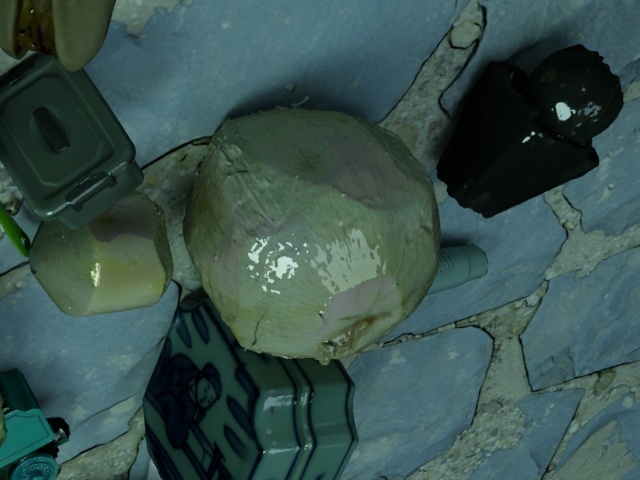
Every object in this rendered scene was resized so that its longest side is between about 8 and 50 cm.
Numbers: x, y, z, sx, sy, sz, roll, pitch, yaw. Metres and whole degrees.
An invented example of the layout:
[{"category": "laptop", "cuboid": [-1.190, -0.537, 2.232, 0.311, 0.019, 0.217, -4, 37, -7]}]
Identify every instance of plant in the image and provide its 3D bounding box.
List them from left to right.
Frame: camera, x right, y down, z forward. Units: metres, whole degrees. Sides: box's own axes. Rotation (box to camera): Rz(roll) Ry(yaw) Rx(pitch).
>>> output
[{"category": "plant", "cuboid": [0.264, -0.142, 1.936, 0.256, 0.142, 0.164, -39, 142, 22]}]

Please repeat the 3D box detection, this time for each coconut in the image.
[{"category": "coconut", "cuboid": [-0.253, 0.014, 1.712, 0.152, 0.147, 0.147, -2, 130, -36]}, {"category": "coconut", "cuboid": [0.000, 0.000, 1.777, 0.297, 0.254, 0.297, -13, 129, -16]}]

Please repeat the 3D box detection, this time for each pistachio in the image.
[{"category": "pistachio", "cuboid": [-0.252, -0.256, 1.472, 0.129, 0.131, 0.206, 21, 134, 5]}]

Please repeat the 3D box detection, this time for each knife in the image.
[{"category": "knife", "cuboid": [-0.340, -0.039, 1.650, 0.022, 0.078, 0.166, -1, 145, 4]}]

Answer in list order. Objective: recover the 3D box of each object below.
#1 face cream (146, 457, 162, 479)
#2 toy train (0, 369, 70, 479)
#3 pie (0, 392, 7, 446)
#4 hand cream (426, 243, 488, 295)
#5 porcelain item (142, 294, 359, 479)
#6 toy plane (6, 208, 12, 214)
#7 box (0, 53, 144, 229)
[{"category": "face cream", "cuboid": [-0.230, 0.394, 2.180, 0.092, 0.058, 0.244, 6, 121, -28]}, {"category": "toy train", "cuboid": [-0.408, 0.250, 1.868, 0.198, 0.107, 0.154, -27, 133, -10]}, {"category": "pie", "cuboid": [-0.494, 0.186, 1.690, 0.306, 0.071, 0.306, -2, 129, -3]}, {"category": "hand cream", "cuboid": [0.100, 0.050, 2.021, 0.331, 0.085, 0.058, -10, 131, -46]}, {"category": "porcelain item", "cuboid": [-0.099, 0.224, 1.922, 0.157, 0.281, 0.286, -2, 131, -34]}, {"category": "toy plane", "cuboid": [-0.415, 0.017, 1.659, 0.189, 0.061, 0.130, -24, 139, -14]}, {"category": "box", "cuboid": [-0.262, -0.098, 1.584, 0.124, 0.172, 0.093, -34, 156, 0]}]
